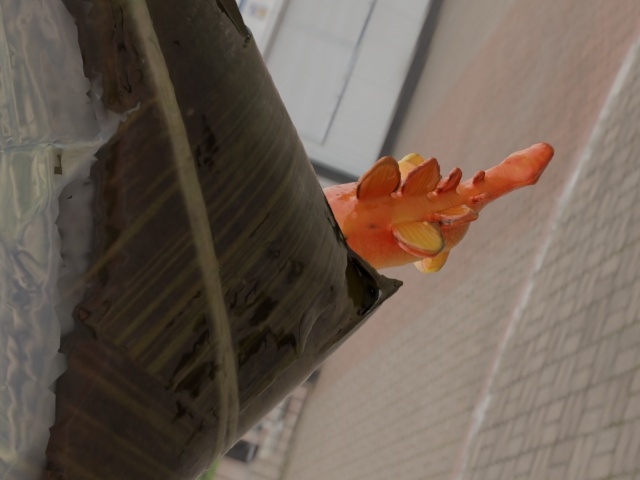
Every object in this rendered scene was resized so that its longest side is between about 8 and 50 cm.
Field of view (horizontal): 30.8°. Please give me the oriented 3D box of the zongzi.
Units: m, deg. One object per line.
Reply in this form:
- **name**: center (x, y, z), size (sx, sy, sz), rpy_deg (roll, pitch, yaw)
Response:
- **zongzi**: center (-0.102, -0.005, 0.370), size (0.111, 0.247, 0.241), rpy_deg (-3, 32, 42)

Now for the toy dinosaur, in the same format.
- **toy dinosaur**: center (0.000, 0.000, 0.601), size (0.117, 0.288, 0.070), rpy_deg (124, 124, -75)
